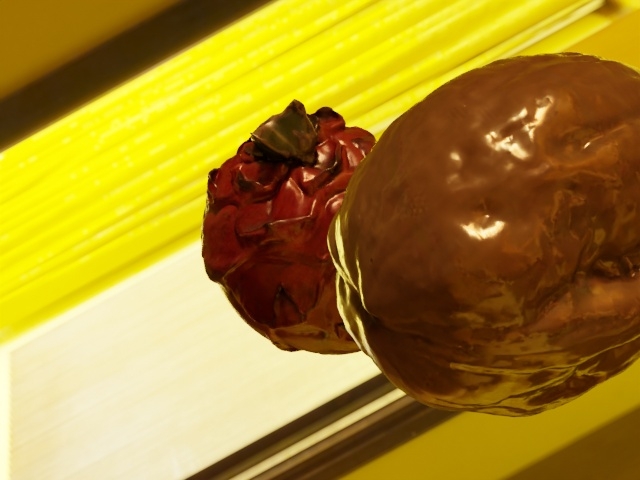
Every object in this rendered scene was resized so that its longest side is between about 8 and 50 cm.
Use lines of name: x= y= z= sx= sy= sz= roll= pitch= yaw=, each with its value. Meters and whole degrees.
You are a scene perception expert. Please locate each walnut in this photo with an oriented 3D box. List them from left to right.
walnut: x=0.082 y=-0.001 z=0.463 sx=0.149 sy=0.166 sz=0.166 roll=34 pitch=161 yaw=43

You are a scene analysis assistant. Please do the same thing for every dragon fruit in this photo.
dragon fruit: x=0.000 y=0.000 z=0.812 sx=0.209 sy=0.172 sz=0.172 roll=52 pitch=-176 yaw=-17
